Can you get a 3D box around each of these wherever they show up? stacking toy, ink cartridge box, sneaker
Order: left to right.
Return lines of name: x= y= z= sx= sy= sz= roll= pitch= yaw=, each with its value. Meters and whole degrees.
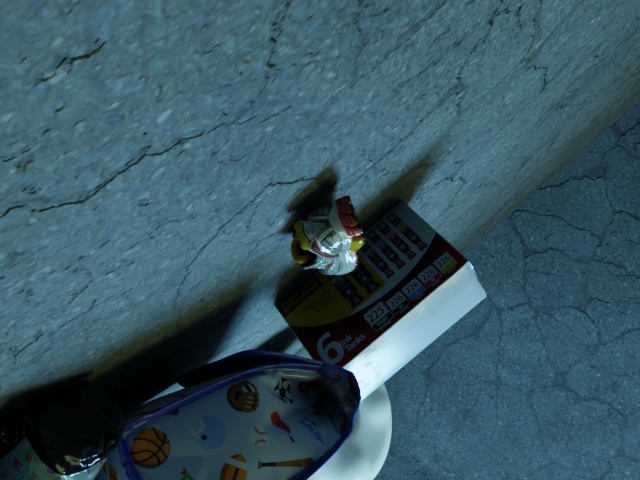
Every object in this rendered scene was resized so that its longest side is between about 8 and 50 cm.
stacking toy: x=-0.096 y=0.447 z=1.718 sx=0.480 sy=0.350 sz=0.350 roll=-21 pitch=-177 yaw=42
sneaker: x=0.000 y=0.000 z=0.980 sx=0.093 sy=0.088 sz=0.225 roll=-18 pitch=164 yaw=-6
ink cartridge box: x=0.089 y=0.091 z=1.282 sx=0.309 sy=0.272 sz=0.130 roll=-40 pitch=136 yaw=-2

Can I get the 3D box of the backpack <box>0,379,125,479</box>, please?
backpack: x=-0.328 y=0.264 z=0.822 sx=0.182 sy=0.115 sz=0.152 roll=-41 pitch=170 yaw=17

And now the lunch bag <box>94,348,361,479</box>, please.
lunch bag: x=-0.163 y=0.314 z=1.084 sx=0.385 sy=0.239 sz=0.328 roll=-19 pitch=172 yaw=-38
